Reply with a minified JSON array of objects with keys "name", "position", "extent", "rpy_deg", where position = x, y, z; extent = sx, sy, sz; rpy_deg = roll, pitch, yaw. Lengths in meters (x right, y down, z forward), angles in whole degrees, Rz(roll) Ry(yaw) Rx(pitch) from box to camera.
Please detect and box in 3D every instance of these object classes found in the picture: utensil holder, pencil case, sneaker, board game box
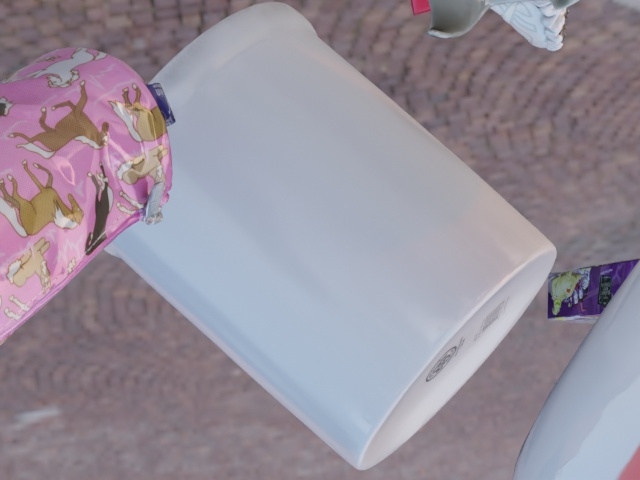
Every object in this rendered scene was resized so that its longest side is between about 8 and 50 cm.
[{"name":"utensil holder","position":[0.000,0.000,1.582],"extent":[0.327,0.385,0.328],"rpy_deg":[-43,164,-15]},{"name":"pencil case","position":[-0.264,-0.006,1.184],"extent":[0.167,0.160,0.386],"rpy_deg":[9,-146,26]},{"name":"sneaker","position":[0.252,-0.318,1.917],"extent":[0.118,0.110,0.292],"rpy_deg":[5,169,16]},{"name":"board game box","position":[0.386,0.053,1.256],"extent":[0.346,0.056,0.208],"rpy_deg":[5,169,-16]}]

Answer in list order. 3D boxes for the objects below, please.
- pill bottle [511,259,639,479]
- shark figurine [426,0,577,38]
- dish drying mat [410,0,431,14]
[{"name":"pill bottle","position":[0.231,0.116,0.473],"extent":[0.181,0.323,0.181],"rpy_deg":[-44,158,-23]},{"name":"shark figurine","position":[0.178,-0.195,0.866],"extent":[0.278,0.116,0.166],"rpy_deg":[-13,177,41]},{"name":"dish drying mat","position":[0.071,-0.199,1.052],"extent":[0.032,0.083,0.008],"rpy_deg":[-14,-160,-1]}]
